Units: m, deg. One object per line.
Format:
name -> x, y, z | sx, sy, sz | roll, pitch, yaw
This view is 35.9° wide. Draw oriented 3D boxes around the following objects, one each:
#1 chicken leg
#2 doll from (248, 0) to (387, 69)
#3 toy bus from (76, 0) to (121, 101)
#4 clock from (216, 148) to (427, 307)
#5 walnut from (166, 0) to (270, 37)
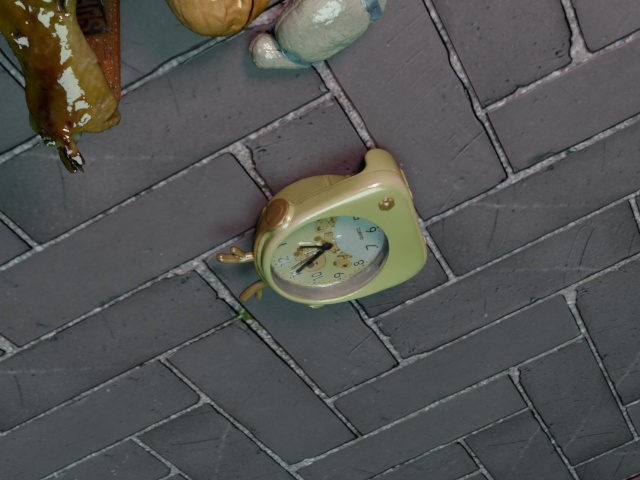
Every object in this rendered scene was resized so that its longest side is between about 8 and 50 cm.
chicken leg -> -0.299, -0.270, 0.965 | 0.153, 0.201, 0.429 | -35, 122, -31
doll -> 0.005, -0.278, 1.249 | 0.214, 0.071, 0.103 | -35, 133, 23
toy bus -> -0.265, -0.332, 1.093 | 0.093, 0.092, 0.408 | -5, 136, -14
clock -> 0.000, 0.000, 1.516 | 0.308, 0.096, 0.235 | -19, 138, 2
walnut -> -0.119, -0.315, 1.128 | 0.144, 0.144, 0.180 | -10, 128, -7
